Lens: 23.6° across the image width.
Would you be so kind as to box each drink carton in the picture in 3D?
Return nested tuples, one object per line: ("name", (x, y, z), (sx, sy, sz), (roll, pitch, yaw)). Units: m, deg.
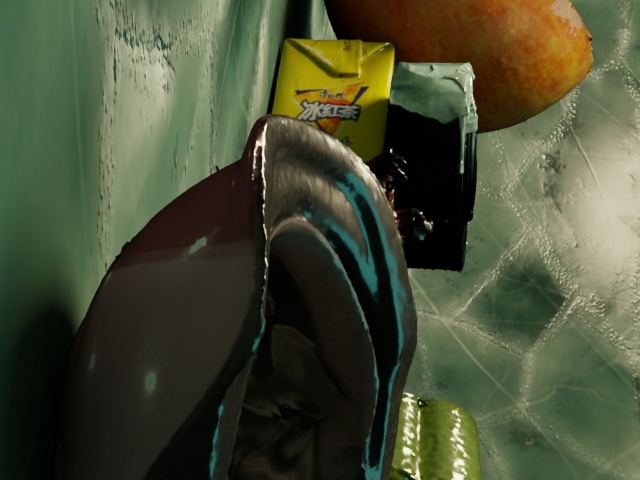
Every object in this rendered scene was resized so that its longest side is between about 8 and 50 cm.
("drink carton", (0.000, 0.000, 1.311), (0.155, 0.111, 0.351), (89, 8, -51))

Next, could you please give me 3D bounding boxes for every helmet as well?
("helmet", (-0.043, 0.087, 0.672), (0.198, 0.154, 0.253), (14, 62, -66))

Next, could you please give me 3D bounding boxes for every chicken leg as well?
("chicken leg", (-0.001, -0.018, 1.137), (0.233, 0.063, 0.105), (-6, 111, -44))

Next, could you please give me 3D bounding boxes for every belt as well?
("belt", (0.093, -0.065, 1.282), (0.198, 0.078, 0.151), (85, 12, -46))

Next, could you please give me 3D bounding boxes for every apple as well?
("apple", (0.099, -0.210, 1.453), (0.163, 0.293, 0.251), (-47, 140, -6))

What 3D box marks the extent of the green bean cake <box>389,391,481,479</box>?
("green bean cake", (0.002, 0.199, 1.002), (0.113, 0.200, 0.214), (-79, 171, -59))
